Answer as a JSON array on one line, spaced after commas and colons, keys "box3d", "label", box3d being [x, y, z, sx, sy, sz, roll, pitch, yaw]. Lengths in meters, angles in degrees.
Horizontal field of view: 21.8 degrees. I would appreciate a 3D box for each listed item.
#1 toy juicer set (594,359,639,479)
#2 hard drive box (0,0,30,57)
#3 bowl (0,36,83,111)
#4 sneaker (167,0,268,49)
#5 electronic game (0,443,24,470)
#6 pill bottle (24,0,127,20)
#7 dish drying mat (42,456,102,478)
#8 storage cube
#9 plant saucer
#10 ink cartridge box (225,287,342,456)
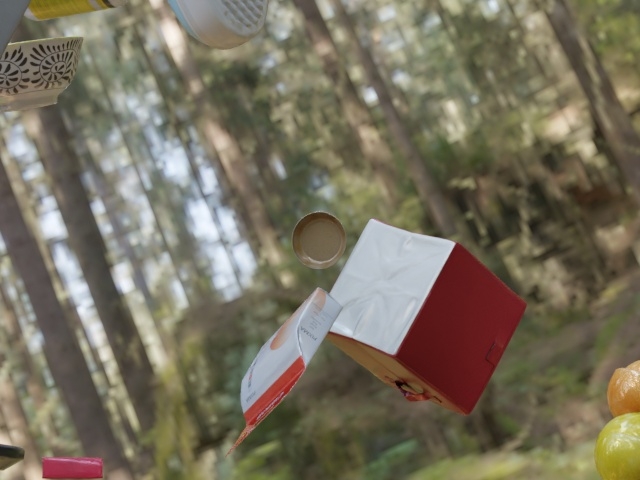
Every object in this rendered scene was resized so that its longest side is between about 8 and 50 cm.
[{"box3d": [0.303, 0.167, 1.155, 0.209, 0.329, 0.089, 12, -62, -12], "label": "toy juicer set"}, {"box3d": [-0.421, -0.223, 1.848, 0.089, 0.232, 0.181, 34, -19, -30], "label": "hard drive box"}, {"box3d": [-0.382, -0.210, 2.140, 0.170, 0.080, 0.170, -10, 3, 1], "label": "bowl"}, {"box3d": [-0.167, -0.312, 1.614, 0.150, 0.366, 0.135, -39, -30, 31], "label": "sneaker"}, {"box3d": [-0.462, 0.234, 1.955, 0.229, 0.048, 0.229, 9, -9, 1], "label": "electronic game"}, {"box3d": [-0.355, -0.353, 2.242, 0.184, 0.103, 0.103, -7, -14, 16], "label": "pill bottle"}, {"box3d": [-0.344, 0.317, 2.310, 0.083, 0.032, 0.008, 1, -29, -9], "label": "dish drying mat"}, {"box3d": [0.141, 0.108, 2.364, 0.193, 0.184, 0.215, 40, -104, -40], "label": "storage cube"}, {"box3d": [0.000, 0.000, 2.399, 0.083, 0.083, 0.015, -29, -10, 16], "label": "plant saucer"}, {"box3d": [-0.056, 0.153, 1.941, 0.145, 0.045, 0.179, -48, 3, 42], "label": "ink cartridge box"}]
